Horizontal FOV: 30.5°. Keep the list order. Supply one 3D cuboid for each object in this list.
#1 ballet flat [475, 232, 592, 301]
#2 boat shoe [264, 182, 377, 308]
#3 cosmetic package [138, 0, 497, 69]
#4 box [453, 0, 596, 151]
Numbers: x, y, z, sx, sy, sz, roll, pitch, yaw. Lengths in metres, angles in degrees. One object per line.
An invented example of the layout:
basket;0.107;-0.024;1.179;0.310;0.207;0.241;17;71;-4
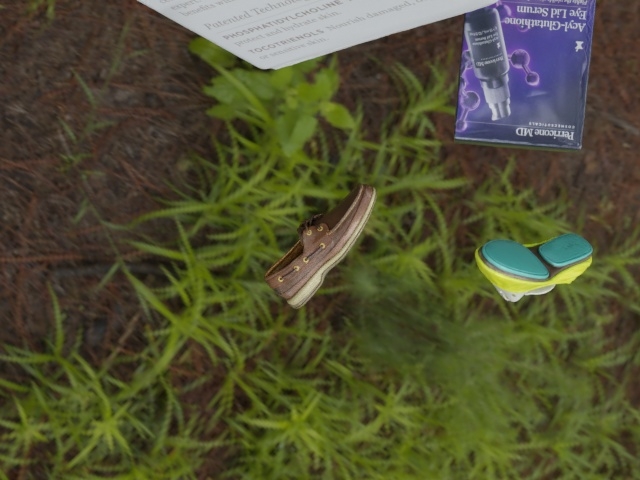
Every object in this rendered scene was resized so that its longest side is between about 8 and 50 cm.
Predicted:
ballet flat;0.269;0.041;1.517;0.231;0.077;0.077;-7;137;-45
boat shoe;0.000;0.000;1.404;0.060;0.064;0.178;35;106;-13
cosmetic package;-0.053;-0.417;1.164;0.393;0.327;0.329;23;66;-45
box;0.242;-0.213;1.401;0.153;0.108;0.207;4;94;6
